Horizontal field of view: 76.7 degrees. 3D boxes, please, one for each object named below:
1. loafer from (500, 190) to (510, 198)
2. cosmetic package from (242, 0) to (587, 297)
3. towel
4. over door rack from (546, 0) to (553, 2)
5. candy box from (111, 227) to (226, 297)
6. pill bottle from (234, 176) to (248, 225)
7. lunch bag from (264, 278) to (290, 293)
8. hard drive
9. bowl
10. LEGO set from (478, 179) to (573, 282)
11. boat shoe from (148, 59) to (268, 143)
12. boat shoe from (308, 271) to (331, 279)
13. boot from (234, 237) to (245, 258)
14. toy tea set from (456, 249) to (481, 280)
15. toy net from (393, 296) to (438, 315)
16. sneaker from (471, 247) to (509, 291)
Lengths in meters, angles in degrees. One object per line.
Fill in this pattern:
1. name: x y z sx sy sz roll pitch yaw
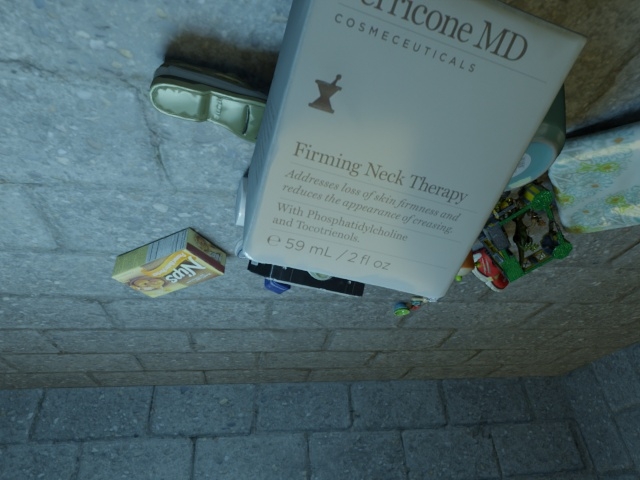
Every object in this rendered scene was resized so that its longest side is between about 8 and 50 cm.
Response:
1. loafer: 0.396 -0.155 1.098 0.224 0.078 0.076 3 172 18
2. cosmetic package: 0.082 -0.180 0.645 0.330 0.327 0.393 13 117 -14
3. towel: 0.788 -0.156 1.056 0.321 0.090 0.374 -12 142 31
4. over door rack: 0.276 -0.515 0.524 0.325 0.108 0.239 25 139 -15
5. candy box: -0.495 0.083 1.334 0.317 0.087 0.183 -19 144 20
6. pill bottle: -0.085 -0.085 1.071 0.265 0.153 0.153 8 145 -17
7. lunch bag: -0.157 0.148 1.492 0.065 0.067 0.099 -30 138 32
8. hard drive: -0.051 0.122 1.364 0.340 0.064 0.237 14 176 -28
9. bowl: 0.397 -0.221 0.891 0.313 0.162 0.311 -6 150 -3
10. LEGO set: 0.575 -0.050 1.222 0.255 0.192 0.331 -41 121 16
11. boat shoe: -0.173 -0.280 0.808 0.303 0.103 0.113 13 145 -25
12. boat shoe: 0.000 0.000 0.995 0.109 0.094 0.302 -8 131 -4
13. boot: -0.216 0.031 1.290 0.069 0.085 0.190 20 139 -32
14. toy tea set: 0.334 0.065 1.305 0.337 0.124 0.200 -5 168 41
15. toy net: 0.441 0.283 1.786 0.232 0.045 0.122 -26 141 29
16. sneaker: 0.647 0.106 1.497 0.279 0.107 0.118 25 127 -40
